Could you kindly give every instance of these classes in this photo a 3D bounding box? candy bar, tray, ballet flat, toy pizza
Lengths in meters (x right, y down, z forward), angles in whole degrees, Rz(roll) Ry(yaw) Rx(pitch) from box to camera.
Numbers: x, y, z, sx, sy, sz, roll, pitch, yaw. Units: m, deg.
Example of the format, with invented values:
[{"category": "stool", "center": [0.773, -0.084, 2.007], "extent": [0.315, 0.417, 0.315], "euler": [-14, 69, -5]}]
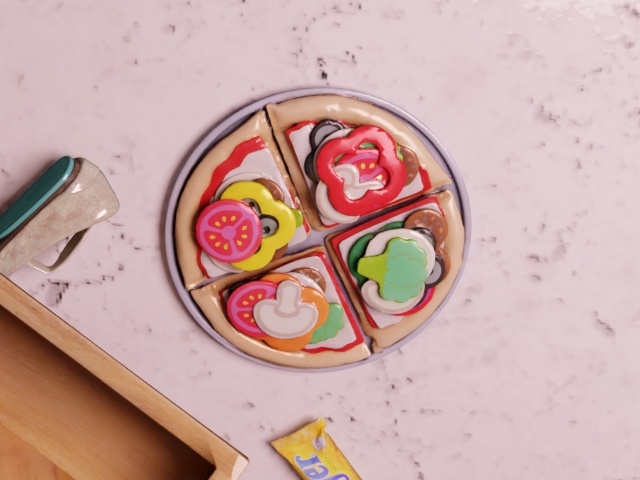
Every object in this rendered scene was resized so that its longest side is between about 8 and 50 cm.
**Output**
[{"category": "candy bar", "center": [0.025, 0.190, 1.048], "extent": [0.040, 0.018, 0.161], "euler": [-32, 111, 8]}, {"category": "tray", "center": [-0.266, 0.084, 0.849], "extent": [0.411, 0.076, 0.203], "euler": [37, 83, 1]}, {"category": "ballet flat", "center": [-0.198, 0.014, 0.934], "extent": [0.168, 0.057, 0.052], "euler": [-36, 121, 10]}, {"category": "toy pizza", "center": [0.000, 0.000, 0.958], "extent": [0.201, 0.032, 0.201], "euler": [-2, 113, -5]}]
